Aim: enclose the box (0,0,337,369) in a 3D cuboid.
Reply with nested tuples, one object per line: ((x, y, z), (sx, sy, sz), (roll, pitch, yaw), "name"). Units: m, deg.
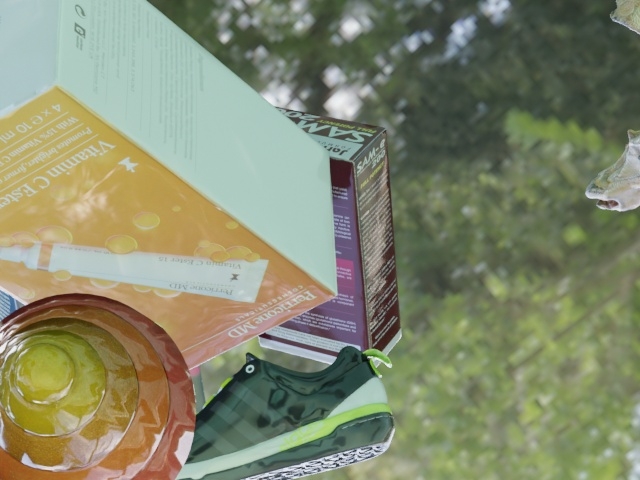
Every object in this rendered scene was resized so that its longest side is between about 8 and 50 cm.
((-0.174, -0.054, 1.522), (0.345, 0.215, 0.168), (37, -144, -39), "box")

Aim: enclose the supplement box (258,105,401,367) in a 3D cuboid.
((0.000, 0.000, 1.734), (0.130, 0.239, 0.073), (13, -143, 26), "supplement box")

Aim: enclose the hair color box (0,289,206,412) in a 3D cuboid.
((-0.229, 0.020, 1.753), (0.174, 0.105, 0.347), (-16, -70, -22), "hair color box")

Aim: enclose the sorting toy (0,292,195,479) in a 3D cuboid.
((-0.176, 0.178, 0.822), (0.127, 0.126, 0.366), (25, -104, 6), "sorting toy")

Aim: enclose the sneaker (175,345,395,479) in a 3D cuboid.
((-0.056, 0.137, 1.384), (0.084, 0.234, 0.097), (66, -169, -73), "sneaker")

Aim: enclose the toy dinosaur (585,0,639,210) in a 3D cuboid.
((0.309, -0.068, 1.252), (0.200, 0.295, 0.127), (24, -96, -52), "toy dinosaur")
